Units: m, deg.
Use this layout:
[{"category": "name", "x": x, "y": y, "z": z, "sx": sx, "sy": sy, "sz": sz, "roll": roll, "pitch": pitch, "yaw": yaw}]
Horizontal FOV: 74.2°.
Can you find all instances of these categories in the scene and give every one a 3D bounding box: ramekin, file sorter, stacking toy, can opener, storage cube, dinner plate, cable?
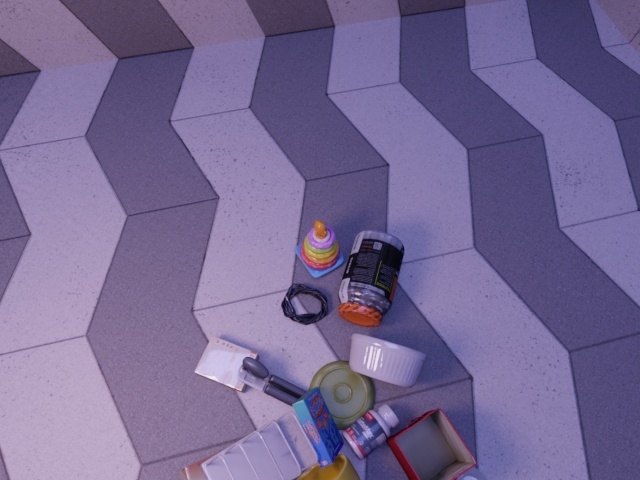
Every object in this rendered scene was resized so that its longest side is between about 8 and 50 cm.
[{"category": "ramekin", "x": 0.224, "y": 0.419, "z": 1.474, "sx": 0.273, "sy": 0.273, "sz": 0.127, "roll": 15, "pitch": 77, "yaw": 6}, {"category": "file sorter", "x": -0.180, "y": 0.683, "z": 1.292, "sx": 0.278, "sy": 0.173, "sz": 0.192, "roll": -17, "pitch": 65, "yaw": -41}, {"category": "stacking toy", "x": 0.000, "y": 0.000, "z": 1.647, "sx": 0.166, "sy": 0.301, "sz": 0.175, "roll": -30, "pitch": 67, "yaw": -15}, {"category": "can opener", "x": -0.161, "y": 0.505, "z": 1.476, "sx": 0.281, "sy": 0.093, "sz": 0.074, "roll": 32, "pitch": 52, "yaw": -8}, {"category": "storage cube", "x": 0.349, "y": 0.682, "z": 1.376, "sx": 0.184, "sy": 0.193, "sz": 0.214, "roll": -28, "pitch": 67, "yaw": -14}, {"category": "dinner plate", "x": 0.495, "y": 0.827, "z": 1.406, "sx": 0.142, "sy": 0.017, "sz": 0.141, "roll": 0, "pitch": 62, "yaw": 0}, {"category": "cable", "x": -0.059, "y": 0.255, "z": 1.661, "sx": 0.185, "sy": 0.047, "sz": 0.150, "roll": 24, "pitch": 66, "yaw": 10}]

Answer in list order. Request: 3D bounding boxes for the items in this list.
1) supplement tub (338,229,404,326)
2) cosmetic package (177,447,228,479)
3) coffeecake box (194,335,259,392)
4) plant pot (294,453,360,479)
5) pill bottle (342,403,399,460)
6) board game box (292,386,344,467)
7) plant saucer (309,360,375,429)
[{"category": "supplement tub", "x": 0.191, "y": 0.146, "z": 1.631, "sx": 0.207, "sy": 0.207, "sz": 0.337, "roll": 16, "pitch": 64, "yaw": 7}, {"category": "cosmetic package", "x": -0.317, "y": 0.826, "z": 1.304, "sx": 0.153, "sy": 0.129, "sz": 0.296, "roll": -12, "pitch": 62, "yaw": -36}, {"category": "coffeecake box", "x": -0.338, "y": 0.452, "z": 1.546, "sx": 0.186, "sy": 0.068, "sz": 0.142, "roll": 19, "pitch": 65, "yaw": 8}, {"category": "plant pot", "x": 0.038, "y": 0.833, "z": 1.280, "sx": 0.254, "sy": 0.254, "sz": 0.238, "roll": -30, "pitch": 83, "yaw": -15}, {"category": "pill bottle", "x": 0.174, "y": 0.644, "z": 1.439, "sx": 0.180, "sy": 0.108, "sz": 0.108, "roll": -33, "pitch": 69, "yaw": -16}, {"category": "board game box", "x": -0.004, "y": 0.608, "z": 1.398, "sx": 0.047, "sy": 0.160, "sz": 0.210, "roll": -30, "pitch": 80, "yaw": 13}, {"category": "plant saucer", "x": 0.078, "y": 0.551, "z": 1.523, "sx": 0.241, "sy": 0.037, "sz": 0.240, "roll": 0, "pitch": 64, "yaw": -1}]
